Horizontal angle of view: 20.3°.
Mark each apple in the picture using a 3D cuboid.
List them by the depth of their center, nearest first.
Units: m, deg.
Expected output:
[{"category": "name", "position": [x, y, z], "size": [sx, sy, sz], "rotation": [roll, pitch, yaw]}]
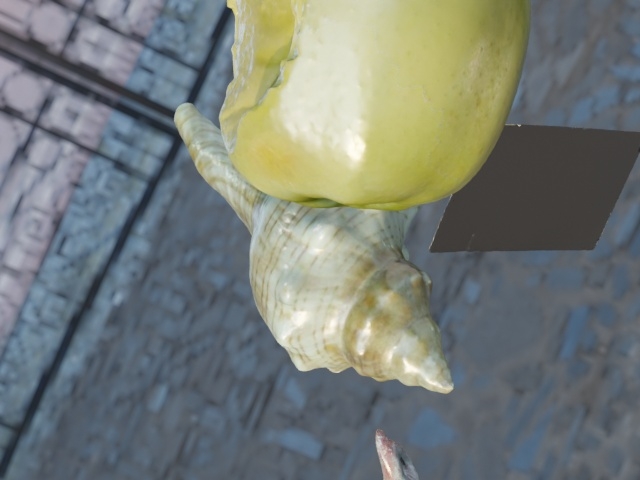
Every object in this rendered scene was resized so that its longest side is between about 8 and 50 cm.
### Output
[{"category": "apple", "position": [0.035, -0.151, 1.359], "size": [0.279, 0.279, 0.279], "rotation": [-48, 28, 36]}]

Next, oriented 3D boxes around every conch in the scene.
[{"category": "conch", "position": [0.012, -0.007, 1.602], "size": [0.169, 0.203, 0.386], "rotation": [-33, 58, 13]}]

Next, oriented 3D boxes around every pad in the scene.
[{"category": "pad", "position": [0.239, -0.054, 1.943], "size": [0.004, 0.243, 0.164], "rotation": [50, 129, 43]}]

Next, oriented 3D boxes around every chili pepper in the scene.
[{"category": "chili pepper", "position": [0.088, 0.264, 1.951], "size": [0.050, 0.041, 0.153], "rotation": [-119, 14, -52]}]
